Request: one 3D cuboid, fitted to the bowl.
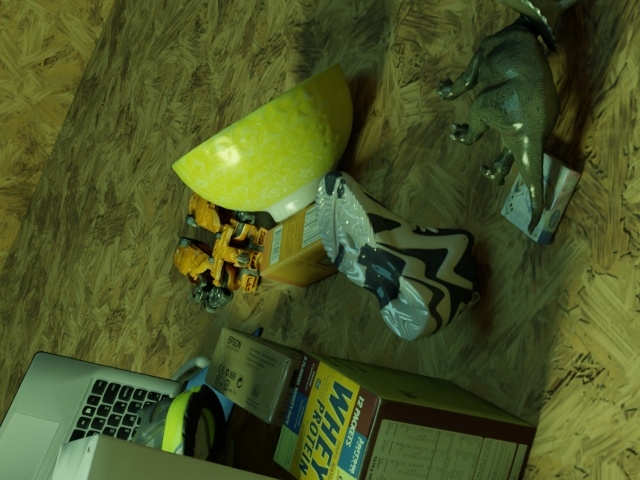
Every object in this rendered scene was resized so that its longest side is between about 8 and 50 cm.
[{"bbox_3d":[-0.057,-0.122,1.982,0.156,0.289,0.289,59,148,-4],"label":"bowl"}]

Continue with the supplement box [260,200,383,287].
[{"bbox_3d":[0.000,0.000,1.937,0.233,0.078,0.080,-25,53,57],"label":"supplement box"}]

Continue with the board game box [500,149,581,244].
[{"bbox_3d":[0.249,-0.053,1.530,0.090,0.020,0.090,-68,27,15],"label":"board game box"}]

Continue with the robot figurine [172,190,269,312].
[{"bbox_3d":[-0.165,0.005,2.254,0.291,0.085,0.211,27,102,64],"label":"robot figurine"}]

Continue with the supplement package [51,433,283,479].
[{"bbox_3d":[-0.172,0.348,1.509,0.198,0.263,0.199,153,132,-65],"label":"supplement package"}]

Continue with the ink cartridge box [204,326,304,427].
[{"bbox_3d":[-0.017,0.194,1.742,0.235,0.193,0.088,16,87,63],"label":"ink cartridge box"}]

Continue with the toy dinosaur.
[{"bbox_3d":[0.214,-0.163,1.511,0.160,0.121,0.313,128,154,-55],"label":"toy dinosaur"}]

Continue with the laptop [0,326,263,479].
[{"bbox_3d":[-0.320,0.299,1.932,0.236,0.408,0.382,85,-160,-52],"label":"laptop"}]

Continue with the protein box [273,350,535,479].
[{"bbox_3d":[0.089,0.228,1.506,0.200,0.201,0.136,22,98,64],"label":"protein box"}]

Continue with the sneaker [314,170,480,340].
[{"bbox_3d":[0.105,0.006,1.620,0.235,0.153,0.094,49,129,26],"label":"sneaker"}]

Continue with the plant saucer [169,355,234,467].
[{"bbox_3d":[-0.229,0.381,2.124,0.400,0.100,0.400,-54,20,29],"label":"plant saucer"}]

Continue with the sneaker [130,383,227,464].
[{"bbox_3d":[-0.208,0.328,1.713,0.121,0.111,0.300,-13,45,32],"label":"sneaker"}]
